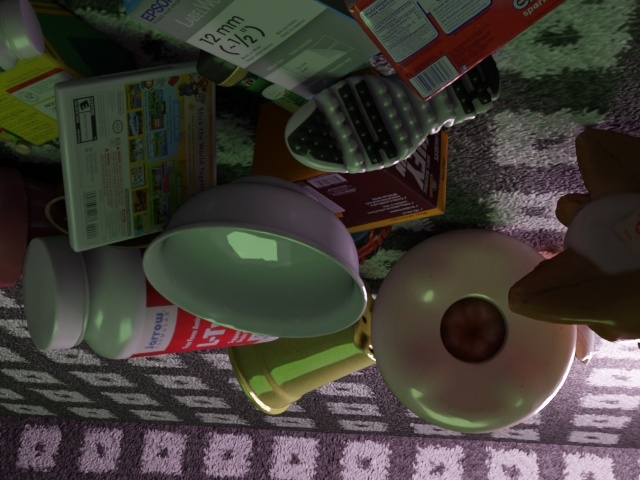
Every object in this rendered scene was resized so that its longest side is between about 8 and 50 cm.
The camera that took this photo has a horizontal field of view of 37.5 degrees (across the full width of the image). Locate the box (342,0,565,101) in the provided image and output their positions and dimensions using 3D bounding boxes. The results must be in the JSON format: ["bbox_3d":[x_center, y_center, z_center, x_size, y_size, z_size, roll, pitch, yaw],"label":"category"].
[{"bbox_3d":[0.139,-0.257,0.786,0.257,0.122,0.128,-35,133,14],"label":"box"}]

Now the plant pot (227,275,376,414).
[{"bbox_3d":[-0.014,0.187,1.901,0.254,0.276,0.276,-18,150,21],"label":"plant pot"}]

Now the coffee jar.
[{"bbox_3d":[-0.057,-0.211,1.123,0.184,0.096,0.079,20,152,-29],"label":"coffee jar"}]

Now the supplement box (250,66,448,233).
[{"bbox_3d":[0.043,-0.112,1.292,0.191,0.129,0.194,-12,151,36],"label":"supplement box"}]

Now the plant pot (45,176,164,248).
[{"bbox_3d":[-0.291,-0.096,1.353,0.167,0.165,0.167,6,155,3],"label":"plant pot"}]

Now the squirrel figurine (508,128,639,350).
[{"bbox_3d":[0.504,0.064,1.335,0.397,0.281,0.370,11,162,27],"label":"squirrel figurine"}]

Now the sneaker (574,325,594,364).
[{"bbox_3d":[0.446,0.208,1.981,0.263,0.121,0.099,-2,156,16],"label":"sneaker"}]

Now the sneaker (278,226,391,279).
[{"bbox_3d":[0.000,0.000,1.469,0.125,0.262,0.104,34,126,22],"label":"sneaker"}]

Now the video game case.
[{"bbox_3d":[-0.230,-0.110,1.212,0.206,0.026,0.226,-16,125,-29],"label":"video game case"}]

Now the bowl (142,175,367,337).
[{"bbox_3d":[-0.075,0.007,1.248,0.298,0.134,0.298,9,150,5],"label":"bowl"}]

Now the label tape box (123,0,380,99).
[{"bbox_3d":[-0.075,-0.289,0.921,0.348,0.115,0.249,18,154,-32],"label":"label tape box"}]

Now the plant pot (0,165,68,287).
[{"bbox_3d":[-0.477,-0.020,1.573,0.180,0.201,0.201,2,162,-33],"label":"plant pot"}]

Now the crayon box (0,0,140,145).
[{"bbox_3d":[-0.407,-0.238,1.154,0.202,0.081,0.318,-12,152,35],"label":"crayon box"}]

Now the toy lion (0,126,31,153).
[{"bbox_3d":[-0.479,-0.173,1.397,0.100,0.034,0.096,9,150,-9],"label":"toy lion"}]

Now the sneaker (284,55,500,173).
[{"bbox_3d":[0.075,-0.148,1.107,0.292,0.110,0.118,-23,-172,-30],"label":"sneaker"}]

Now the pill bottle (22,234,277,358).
[{"bbox_3d":[-0.256,0.071,1.530,0.408,0.229,0.229,-3,165,-33],"label":"pill bottle"}]

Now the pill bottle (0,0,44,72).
[{"bbox_3d":[-0.374,-0.213,1.011,0.137,0.078,0.078,-16,156,1],"label":"pill bottle"}]

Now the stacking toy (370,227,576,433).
[{"bbox_3d":[0.270,0.166,1.806,0.351,0.350,0.480,4,177,3],"label":"stacking toy"}]
